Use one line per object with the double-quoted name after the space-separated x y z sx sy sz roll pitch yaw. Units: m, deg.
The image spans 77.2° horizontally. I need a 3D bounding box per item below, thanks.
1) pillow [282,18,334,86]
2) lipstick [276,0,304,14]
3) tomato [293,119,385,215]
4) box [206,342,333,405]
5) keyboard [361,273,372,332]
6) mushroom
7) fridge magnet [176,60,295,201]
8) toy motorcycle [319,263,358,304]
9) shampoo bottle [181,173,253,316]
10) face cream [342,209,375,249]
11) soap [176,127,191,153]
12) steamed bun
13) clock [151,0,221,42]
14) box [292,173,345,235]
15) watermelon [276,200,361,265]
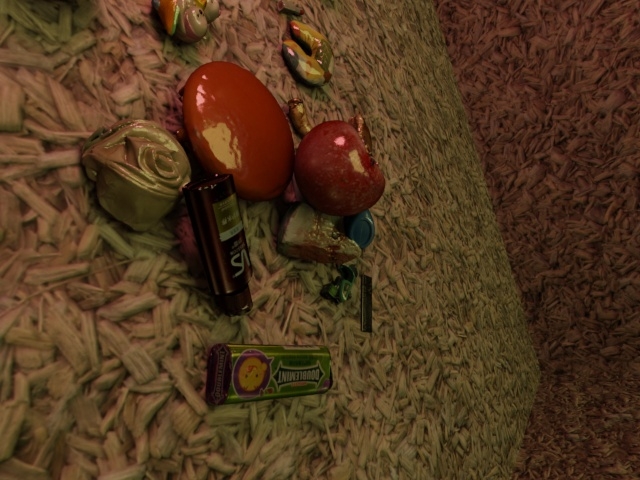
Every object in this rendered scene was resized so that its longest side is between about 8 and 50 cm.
-0.040 -0.646 1.399 0.214 0.086 0.233 32 58 -28 "pillow"
-0.098 -0.813 1.410 0.129 0.030 0.030 -22 96 -51 "lipstick"
0.043 -0.191 1.105 0.270 0.227 0.270 57 14 -23 "tomato"
-0.109 0.326 1.000 0.346 0.097 0.134 18 67 -46 "box"
0.165 0.223 1.425 0.067 0.011 0.202 23 62 -45 "keyboard"
0.036 -0.338 1.363 0.302 0.232 0.208 29 31 11 "mushroom"
-0.198 -0.270 1.019 0.364 0.155 0.362 25 58 -48 "fridge magnet"
0.069 0.130 1.304 0.100 0.058 0.173 47 49 -23 "toy motorcycle"
-0.216 0.020 0.899 0.129 0.084 0.322 -43 132 -54 "shampoo bottle"
0.119 -0.057 1.318 0.264 0.083 0.148 -94 -168 -73 "face cream"
-0.320 -0.235 0.986 0.089 0.012 0.034 56 40 -22 "soap"
-0.355 -0.151 0.815 0.211 0.145 0.218 54 43 -23 "steamed bun"
-0.333 -0.586 1.008 0.144 0.103 0.230 34 53 -29 "clock"
-0.004 -0.099 1.267 0.135 0.079 0.268 -2 81 -50 "box"
0.000 0.000 1.151 0.242 0.094 0.153 23 85 -14 "watermelon"
